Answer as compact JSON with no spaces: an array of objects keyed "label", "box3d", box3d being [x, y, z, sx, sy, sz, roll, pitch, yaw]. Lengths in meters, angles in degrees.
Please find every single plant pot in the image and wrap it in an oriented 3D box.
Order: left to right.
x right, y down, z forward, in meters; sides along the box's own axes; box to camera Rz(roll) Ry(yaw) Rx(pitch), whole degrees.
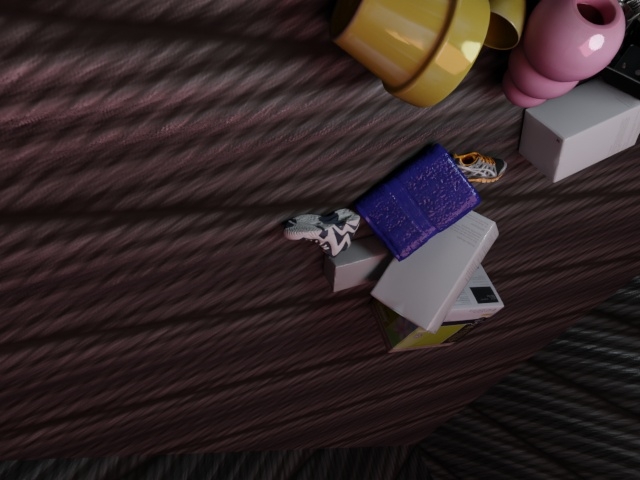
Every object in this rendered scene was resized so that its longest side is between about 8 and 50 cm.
[{"label":"plant pot","box3d":[0.159,-0.429,0.969,0.239,0.253,0.253,18,123,-23]},{"label":"plant pot","box3d":[0.413,-0.519,1.109,0.134,0.134,0.095,32,88,-47]},{"label":"plant pot","box3d":[0.865,-0.476,1.288,0.187,0.188,0.167,-56,164,8]}]

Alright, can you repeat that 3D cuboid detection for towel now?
[{"label":"towel","box3d":[0.284,-0.111,1.428,0.308,0.076,0.227,-37,102,13]}]

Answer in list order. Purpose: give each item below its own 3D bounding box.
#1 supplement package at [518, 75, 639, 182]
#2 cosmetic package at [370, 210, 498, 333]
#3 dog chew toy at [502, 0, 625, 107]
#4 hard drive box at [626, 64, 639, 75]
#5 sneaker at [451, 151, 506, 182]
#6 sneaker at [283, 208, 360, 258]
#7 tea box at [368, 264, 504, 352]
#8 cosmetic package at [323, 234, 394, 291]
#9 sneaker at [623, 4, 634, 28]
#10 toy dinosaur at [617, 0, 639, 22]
[{"label":"supplement package","box3d":[0.782,-0.340,1.461,0.293,0.175,0.177,-25,141,-6]},{"label":"cosmetic package","box3d":[0.356,0.073,1.511,0.384,0.217,0.156,-57,153,3]},{"label":"dog chew toy","box3d":[0.550,-0.438,1.161,0.207,0.206,0.332,-19,168,-12]},{"label":"hard drive box","box3d":[0.999,-0.582,1.402,0.181,0.089,0.232,-33,140,4]},{"label":"sneaker","box3d":[0.479,-0.228,1.479,0.215,0.084,0.083,-11,132,-20]},{"label":"sneaker","box3d":[0.000,0.000,1.427,0.235,0.094,0.152,-17,131,-29]},{"label":"tea box","box3d":[0.417,0.239,1.791,0.329,0.219,0.323,2,141,-32]},{"label":"cosmetic package","box3d":[0.134,0.068,1.576,0.238,0.107,0.127,-11,136,-17]},{"label":"sneaker","box3d":[0.836,-0.613,1.301,0.134,0.050,0.070,-32,146,10]},{"label":"toy dinosaur","box3d":[0.663,-0.567,1.183,0.219,0.164,0.321,-13,151,3]}]
